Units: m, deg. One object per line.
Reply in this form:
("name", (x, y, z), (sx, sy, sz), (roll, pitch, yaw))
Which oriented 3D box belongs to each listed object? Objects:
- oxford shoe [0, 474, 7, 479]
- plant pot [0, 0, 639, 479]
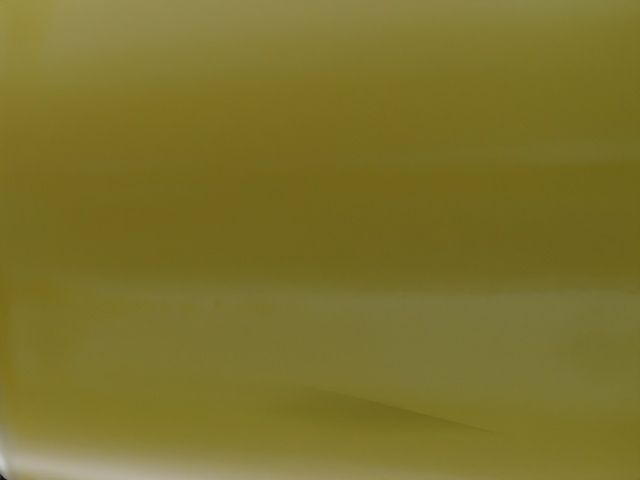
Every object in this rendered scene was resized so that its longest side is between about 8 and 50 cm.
("oxford shoe", (-0.212, 0.257, 0.928), (0.169, 0.130, 0.449), (9, -105, 10))
("plant pot", (0.036, -0.028, 0.477), (0.239, 0.254, 0.254), (-2, -79, -3))
